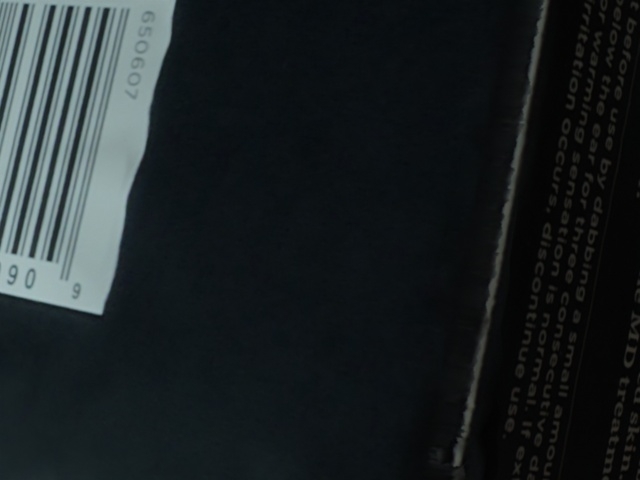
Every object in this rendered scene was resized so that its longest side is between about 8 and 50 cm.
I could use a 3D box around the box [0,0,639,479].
[{"bbox_3d":[0.000,0.000,0.765,0.479,0.297,0.471,9,175,36],"label":"box"}]
